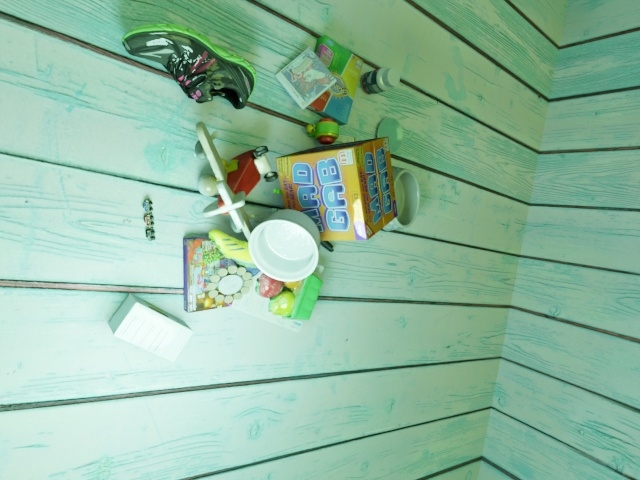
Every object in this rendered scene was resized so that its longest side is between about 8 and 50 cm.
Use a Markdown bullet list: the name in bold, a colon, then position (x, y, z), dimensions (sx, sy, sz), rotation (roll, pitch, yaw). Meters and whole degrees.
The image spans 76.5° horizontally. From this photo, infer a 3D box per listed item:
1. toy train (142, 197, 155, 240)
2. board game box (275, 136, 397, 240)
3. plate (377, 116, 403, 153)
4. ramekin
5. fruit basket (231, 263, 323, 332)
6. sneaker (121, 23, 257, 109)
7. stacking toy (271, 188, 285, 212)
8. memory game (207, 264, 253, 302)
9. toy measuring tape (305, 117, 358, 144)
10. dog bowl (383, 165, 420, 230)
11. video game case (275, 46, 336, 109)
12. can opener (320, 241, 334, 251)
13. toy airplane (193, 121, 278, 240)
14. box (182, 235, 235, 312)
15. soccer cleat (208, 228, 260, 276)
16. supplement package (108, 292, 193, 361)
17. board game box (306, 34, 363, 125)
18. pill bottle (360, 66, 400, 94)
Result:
- **toy train**: position (-0.631, -0.076, 1.492), dimensions (0.036, 0.027, 0.158), rotation (-5, 101, -25)
- **board game box**: position (0.083, -0.219, 1.718), dimensions (0.356, 0.356, 0.357), rotation (-34, 118, -55)
- **plate**: position (0.363, -0.553, 2.144), dimensions (0.188, 0.024, 0.188), rotation (-7, 102, -36)
- **ramekin**: position (-0.130, 0.013, 1.597), dimensions (0.135, 0.277, 0.277), rotation (-67, 138, -58)
- **fruit basket**: position (-0.182, 0.202, 1.799), dimensions (0.353, 0.165, 0.327), rotation (25, 76, -22)
- **sneaker**: position (-0.447, -0.606, 1.446), dimensions (0.482, 0.185, 0.202), rotation (10, 87, -36)
- **stacking toy**: position (-0.166, -0.127, 1.756), dimensions (0.221, 0.052, 0.167), rotation (5, 95, -66)
- **memory game**: position (-0.360, 0.175, 1.619), dimensions (0.186, 0.012, 0.186), rotation (-14, 128, -19)
- **toy measuring tape**: position (0.079, -0.495, 1.886), dimensions (0.330, 0.121, 0.122), rotation (2, 96, -36)
- **dog bowl**: position (0.411, -0.219, 2.133), dimensions (0.348, 0.102, 0.349), rotation (-10, 102, -50)
- **video game case**: position (-0.061, -0.698, 1.749), dimensions (0.201, 0.023, 0.183), rotation (-43, 100, -9)
- **can opener**: position (0.000, 0.000, 1.955), dimensions (0.186, 0.073, 0.059), rotation (30, 41, -39)
- **toy airplane**: position (-0.352, -0.201, 1.526), dimensions (0.384, 0.272, 0.386), rotation (16, 72, -68)
- **box**: position (-0.446, 0.131, 1.638), dimensions (0.200, 0.057, 0.294), rotation (-4, 100, -37)
- **soccer cleat**: position (-0.328, 0.034, 1.611), dimensions (0.121, 0.093, 0.289), rotation (-46, 130, -9)
- **supplement package**: position (-0.620, 0.319, 1.490), dimensions (0.244, 0.139, 0.134), rotation (40, 75, -34)
- **board game box**: position (0.056, -0.726, 1.867), dimensions (0.242, 0.064, 0.317), rotation (15, 88, -37)
- **pill bottle**: position (0.289, -0.772, 1.958), dimensions (0.107, 0.180, 0.108), rotation (-6, 100, -36)
